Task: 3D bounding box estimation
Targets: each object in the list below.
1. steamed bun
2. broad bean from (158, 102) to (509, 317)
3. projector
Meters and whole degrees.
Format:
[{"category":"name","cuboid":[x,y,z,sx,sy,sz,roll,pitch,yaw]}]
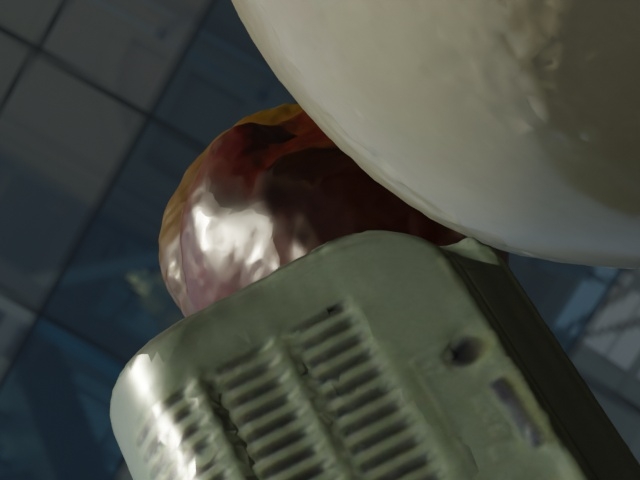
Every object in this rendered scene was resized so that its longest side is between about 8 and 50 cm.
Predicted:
[{"category":"steamed bun","cuboid":[0.086,-0.182,0.543,0.241,0.374,0.374,16,-159,-28]},{"category":"broad bean","cuboid":[-0.001,-0.003,0.967,0.122,0.156,0.228,23,-175,-44]},{"category":"projector","cuboid":[0.055,0.143,0.439,0.198,0.108,0.250,61,179,41]}]
